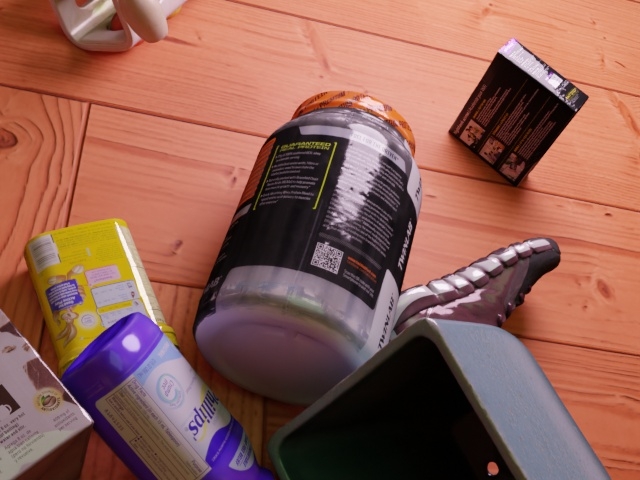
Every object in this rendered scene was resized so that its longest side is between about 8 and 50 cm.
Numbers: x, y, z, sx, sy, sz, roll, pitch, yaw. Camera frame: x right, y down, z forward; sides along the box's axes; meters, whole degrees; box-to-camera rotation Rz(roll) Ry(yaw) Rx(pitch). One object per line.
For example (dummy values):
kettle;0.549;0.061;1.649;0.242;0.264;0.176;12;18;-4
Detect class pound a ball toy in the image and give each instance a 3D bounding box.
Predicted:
pound a ball toy;-0.209;-0.348;1.199;0.208;0.136;0.319;9;45;31

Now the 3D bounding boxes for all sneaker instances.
sneaker;0.206;0.112;1.101;0.281;0.106;0.162;-22;73;-20

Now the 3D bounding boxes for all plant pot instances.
plant pot;0.150;0.235;0.904;0.252;0.247;0.248;1;53;-51

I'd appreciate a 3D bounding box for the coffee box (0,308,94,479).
coffee box;-0.355;0.121;0.834;0.297;0.168;0.119;46;55;12

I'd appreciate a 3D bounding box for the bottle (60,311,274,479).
bottle;-0.124;0.205;0.863;0.283;0.092;0.118;52;17;-10

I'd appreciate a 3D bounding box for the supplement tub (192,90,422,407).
supplement tub;0.000;0.000;1.021;0.207;0.207;0.338;22;54;-5

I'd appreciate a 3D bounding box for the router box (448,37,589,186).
router box;0.273;-0.176;1.256;0.133;0.179;0.046;41;56;9

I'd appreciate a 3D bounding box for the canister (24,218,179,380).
canister;-0.240;0.067;0.972;0.126;0.073;0.170;-13;62;-26
